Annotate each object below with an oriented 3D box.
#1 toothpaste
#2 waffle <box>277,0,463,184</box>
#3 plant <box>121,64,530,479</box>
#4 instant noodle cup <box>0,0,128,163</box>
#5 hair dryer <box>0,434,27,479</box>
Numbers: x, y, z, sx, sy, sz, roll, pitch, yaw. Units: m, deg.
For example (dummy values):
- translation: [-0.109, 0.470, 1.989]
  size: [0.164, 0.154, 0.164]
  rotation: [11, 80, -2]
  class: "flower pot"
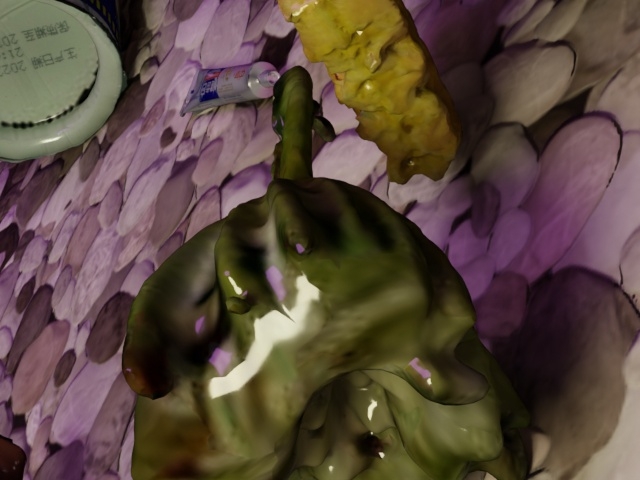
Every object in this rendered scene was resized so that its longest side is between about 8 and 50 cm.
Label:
- translation: [-0.073, -0.122, 1.274]
  size: [0.170, 0.028, 0.045]
  rotation: [3, 73, 63]
  class: "toothpaste"
- translation: [0.014, -0.143, 0.935]
  size: [0.057, 0.219, 0.229]
  rotation: [-29, 49, 7]
  class: "waffle"
- translation: [-0.035, 0.006, 0.796]
  size: [0.180, 0.251, 0.333]
  rotation: [-21, 52, -7]
  class: "plant"
- translation: [-0.310, -0.247, 1.579]
  size: [0.284, 0.284, 0.312]
  rotation: [-47, 37, 25]
  class: "instant noodle cup"
- translation: [-0.244, 0.247, 1.035]
  size: [0.312, 0.123, 0.340]
  rotation: [-59, 15, 20]
  class: "hair dryer"
